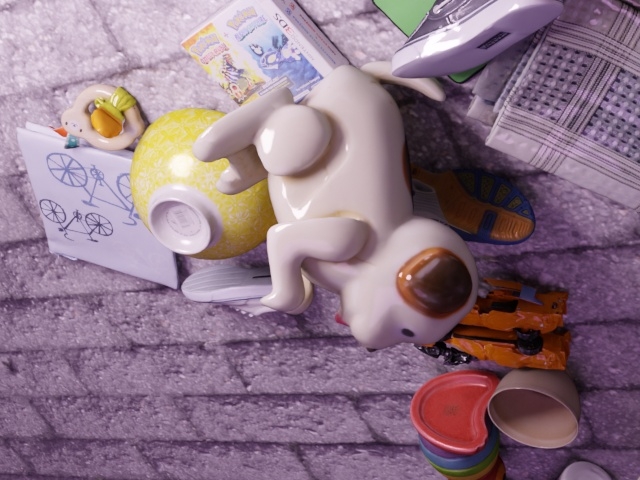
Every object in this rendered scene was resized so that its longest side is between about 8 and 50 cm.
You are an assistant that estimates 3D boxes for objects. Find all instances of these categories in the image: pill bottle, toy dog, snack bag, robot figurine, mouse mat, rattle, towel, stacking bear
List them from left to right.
[{"bbox_3d":[-0.416,-0.183,1.935,0.199,0.143,0.130,-10,135,22],"label":"rattle"},{"bbox_3d":[-0.415,-0.059,2.155,0.323,0.037,0.342,15,137,17],"label":"snack bag"},{"bbox_3d":[0.064,-0.025,1.635,0.408,0.395,0.284,57,169,11],"label":"toy dog"},{"bbox_3d":[0.179,-0.316,1.566,0.189,0.007,0.152,42,138,-13],"label":"mouse mat"},{"bbox_3d":[0.280,0.397,2.140,0.164,0.175,0.289,4,141,25],"label":"stacking bear"},{"bbox_3d":[0.281,0.140,1.919,0.291,0.085,0.211,8,135,23],"label":"robot figurine"},{"bbox_3d":[0.490,0.522,2.173,0.112,0.112,0.187,25,140,5],"label":"pill bottle"},{"bbox_3d":[0.387,-0.196,1.527,0.324,0.056,0.312,27,140,1],"label":"towel"}]

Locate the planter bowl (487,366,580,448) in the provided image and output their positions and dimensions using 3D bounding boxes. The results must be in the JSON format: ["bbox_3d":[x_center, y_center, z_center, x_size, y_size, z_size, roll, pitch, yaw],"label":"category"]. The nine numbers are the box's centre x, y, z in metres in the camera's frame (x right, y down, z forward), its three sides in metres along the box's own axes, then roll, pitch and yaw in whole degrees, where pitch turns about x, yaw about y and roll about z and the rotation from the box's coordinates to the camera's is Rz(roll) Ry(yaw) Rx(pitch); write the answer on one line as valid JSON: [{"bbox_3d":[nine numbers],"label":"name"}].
[{"bbox_3d":[0.391,0.277,1.978,0.162,0.109,0.162,17,138,16],"label":"planter bowl"}]

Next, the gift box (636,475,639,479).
[{"bbox_3d":[0.650,0.423,1.877,0.276,0.258,0.255,37,146,22],"label":"gift box"}]

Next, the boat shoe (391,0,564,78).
[{"bbox_3d":[0.198,-0.303,1.488,0.108,0.102,0.301,1,166,-32],"label":"boat shoe"}]

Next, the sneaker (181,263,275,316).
[{"bbox_3d":[-0.148,0.105,2.125,0.258,0.094,0.091,-1,127,30],"label":"sneaker"}]

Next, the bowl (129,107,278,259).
[{"bbox_3d":[-0.212,-0.067,1.902,0.289,0.156,0.289,10,127,14],"label":"bowl"}]

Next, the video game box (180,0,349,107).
[{"bbox_3d":[-0.088,-0.290,1.718,0.205,0.048,0.187,-25,114,44],"label":"video game box"}]

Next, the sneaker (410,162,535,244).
[{"bbox_3d":[0.204,-0.044,1.774,0.296,0.112,0.131,18,150,24],"label":"sneaker"}]
